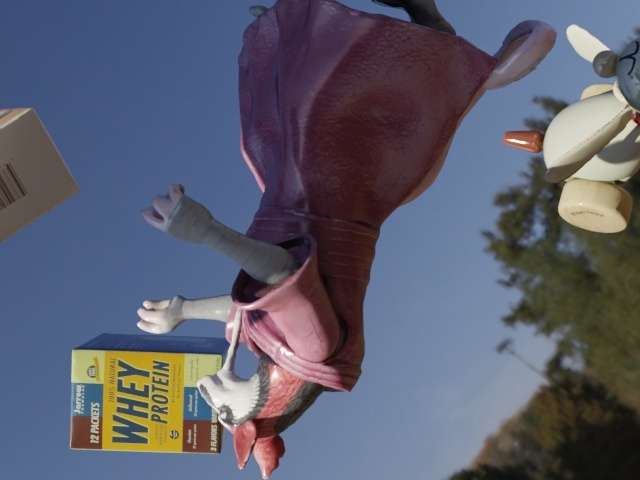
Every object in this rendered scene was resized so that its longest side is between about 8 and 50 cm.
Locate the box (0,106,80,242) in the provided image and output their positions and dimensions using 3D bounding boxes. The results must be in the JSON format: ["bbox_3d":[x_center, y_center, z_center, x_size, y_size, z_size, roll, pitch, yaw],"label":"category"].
[{"bbox_3d":[-0.327,-0.054,1.041,0.130,0.170,0.091,-38,-65,-27],"label":"box"}]

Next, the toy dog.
[{"bbox_3d":[0.285,-0.137,1.201,0.334,0.161,0.220,92,-168,-54],"label":"toy dog"}]

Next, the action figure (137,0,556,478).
[{"bbox_3d":[0.000,0.000,0.868,0.248,0.275,0.370,151,126,-80],"label":"action figure"}]

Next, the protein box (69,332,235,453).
[{"bbox_3d":[-0.229,0.209,1.575,0.200,0.201,0.136,-71,-18,-88],"label":"protein box"}]
